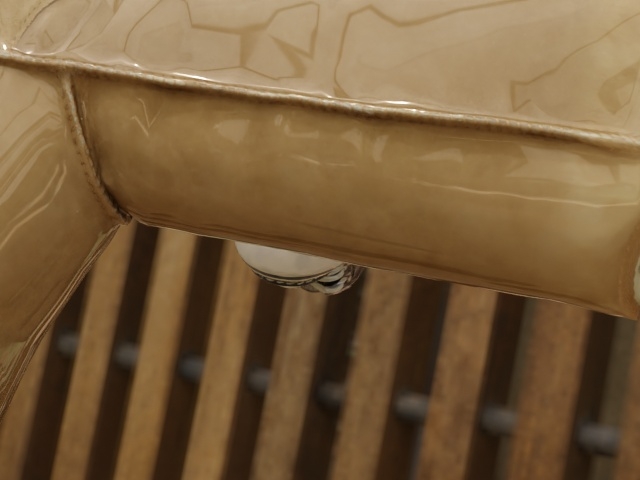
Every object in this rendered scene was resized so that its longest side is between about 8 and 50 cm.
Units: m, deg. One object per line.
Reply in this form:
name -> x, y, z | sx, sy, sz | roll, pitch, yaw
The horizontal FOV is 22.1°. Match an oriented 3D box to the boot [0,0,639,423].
boot -> -0.020, -0.006, 0.566 | 0.270, 0.236, 0.089 | 8, -2, 8

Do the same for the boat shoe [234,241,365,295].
boat shoe -> 0.000, 0.000, 1.503 | 0.127, 0.158, 0.340 | 15, 27, 11
